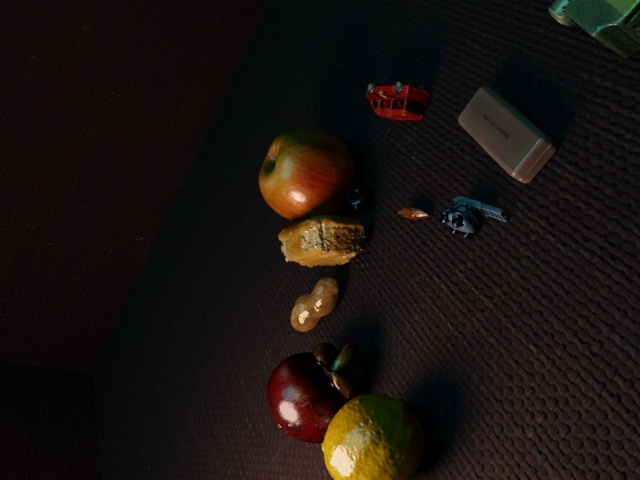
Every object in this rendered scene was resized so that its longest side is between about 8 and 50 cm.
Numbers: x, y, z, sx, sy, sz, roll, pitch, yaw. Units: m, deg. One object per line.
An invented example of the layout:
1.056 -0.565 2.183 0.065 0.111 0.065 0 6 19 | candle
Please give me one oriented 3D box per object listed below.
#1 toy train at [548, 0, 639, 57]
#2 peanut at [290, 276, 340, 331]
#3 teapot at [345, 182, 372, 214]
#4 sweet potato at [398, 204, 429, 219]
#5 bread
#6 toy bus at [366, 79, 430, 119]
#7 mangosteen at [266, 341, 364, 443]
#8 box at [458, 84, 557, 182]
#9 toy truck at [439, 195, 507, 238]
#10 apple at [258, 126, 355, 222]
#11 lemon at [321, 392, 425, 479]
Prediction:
0.542 -0.472 1.042 0.299 0.166 0.238 -51 47 32 | toy train
-0.013 0.169 1.633 0.193 0.089 0.089 -44 40 30 | peanut
0.105 -0.110 1.630 0.067 0.045 0.100 -12 44 29 | teapot
0.221 -0.065 1.437 0.095 0.034 0.034 13 85 48 | sweet potato
0.000 0.000 1.614 0.245 0.174 0.121 -14 67 62 | bread
0.192 -0.360 1.593 0.195 0.081 0.089 20 101 58 | toy bus
0.001 0.338 1.420 0.257 0.215 0.215 -45 35 3 | mangosteen
0.375 -0.222 1.255 0.103 0.055 0.244 -55 34 24 | box
0.312 -0.043 1.263 0.074 0.063 0.136 -52 35 -5 | toy truck
-0.039 -0.185 1.710 0.286 0.233 0.286 -38 42 46 | apple
0.105 0.408 1.220 0.231 0.192 0.192 -55 35 15 | lemon
